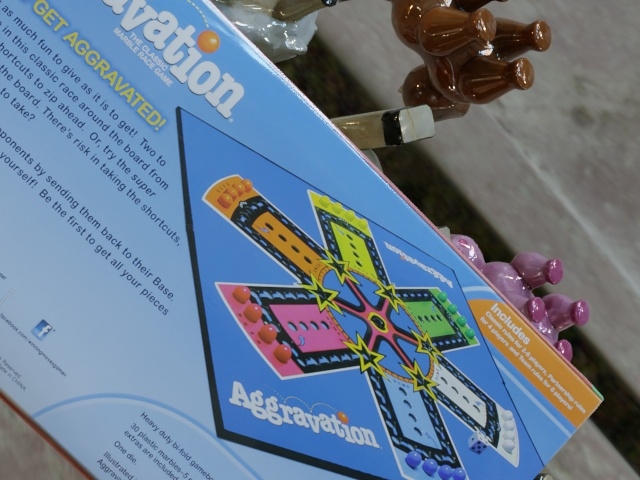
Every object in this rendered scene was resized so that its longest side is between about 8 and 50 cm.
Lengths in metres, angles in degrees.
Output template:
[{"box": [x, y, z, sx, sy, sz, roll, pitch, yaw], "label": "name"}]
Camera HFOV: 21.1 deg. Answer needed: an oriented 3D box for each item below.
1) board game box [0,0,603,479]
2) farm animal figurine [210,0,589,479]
[{"box": [-0.048, 0.010, 0.582, 0.281, 0.027, 0.145, 45, 83, -9], "label": "board game box"}, {"box": [0.000, 0.000, 0.973, 0.327, 0.172, 0.330, 11, 79, -49], "label": "farm animal figurine"}]
